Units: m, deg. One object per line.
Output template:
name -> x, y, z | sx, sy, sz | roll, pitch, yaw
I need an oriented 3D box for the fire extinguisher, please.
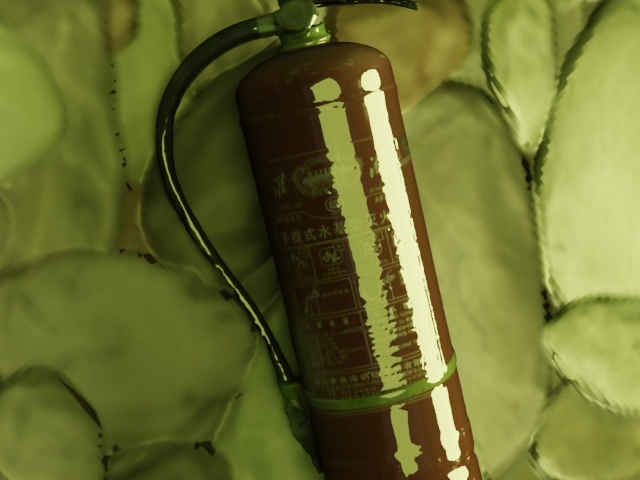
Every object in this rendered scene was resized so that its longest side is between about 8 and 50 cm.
fire extinguisher -> 0.000, 0.000, 0.407 | 0.078, 0.045, 0.157 | -12, 98, 6
